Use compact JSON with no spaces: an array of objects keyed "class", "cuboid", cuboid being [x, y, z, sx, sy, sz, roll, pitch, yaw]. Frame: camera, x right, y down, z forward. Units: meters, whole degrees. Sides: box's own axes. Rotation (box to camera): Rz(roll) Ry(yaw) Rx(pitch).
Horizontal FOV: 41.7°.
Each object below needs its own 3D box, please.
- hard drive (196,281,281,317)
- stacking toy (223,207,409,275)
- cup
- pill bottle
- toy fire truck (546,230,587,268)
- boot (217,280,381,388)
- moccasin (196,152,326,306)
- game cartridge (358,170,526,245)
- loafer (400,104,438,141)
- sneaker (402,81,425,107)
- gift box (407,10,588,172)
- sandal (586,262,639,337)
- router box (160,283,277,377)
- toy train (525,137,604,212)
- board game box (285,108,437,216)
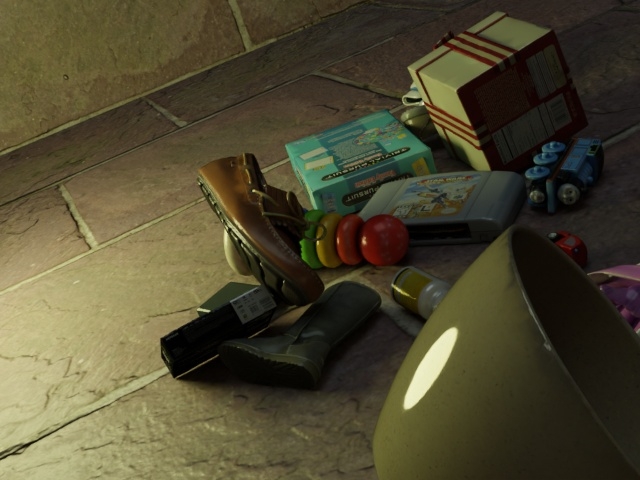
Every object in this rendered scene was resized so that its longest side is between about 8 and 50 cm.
[{"class":"hard drive","cuboid":[-0.139,0.109,1.468,0.135,0.022,0.094,6,35,41]},{"class":"stacking toy","cuboid":[0.000,0.000,1.495,0.330,0.141,0.141,2,31,24]},{"class":"cup","cuboid":[0.190,0.184,0.802,0.237,0.331,0.331,-38,18,23]},{"class":"pill bottle","cuboid":[0.161,0.084,1.260,0.065,0.065,0.116,-28,26,-19]},{"class":"toy fire truck","cuboid":[0.329,0.056,1.220,0.192,0.047,0.135,-27,27,-19]},{"class":"boot","cuboid":[-0.030,0.132,1.287,0.189,0.076,0.208,10,42,25]},{"class":"moccasin","cuboid":[-0.080,-0.031,1.380,0.147,0.139,0.380,-30,35,-6]},{"class":"game cartridge","cuboid":[0.213,-0.060,1.534,0.297,0.062,0.198,-3,33,30]},{"class":"loafer","cuboid":[0.303,-0.265,1.869,0.251,0.087,0.094,-12,-3,-10]},{"class":"sneaker","cuboid":[0.309,-0.399,2.059,0.236,0.130,0.323,-12,31,5]},{"class":"gift box","cuboid":[0.363,-0.293,1.675,0.276,0.255,0.258,-28,28,-6]},{"class":"sandal","cuboid":[0.341,0.097,0.986,0.416,0.102,0.169,-17,61,31]},{"class":"router box","cuboid":[-0.160,0.142,1.307,0.179,0.046,0.133,-27,-13,-19]},{"class":"toy train","cuboid":[0.428,-0.117,1.471,0.105,0.080,0.184,5,34,31]},{"class":"board game box","cuboid":[0.078,-0.169,1.815,0.253,0.079,0.336,-20,25,-3]}]
